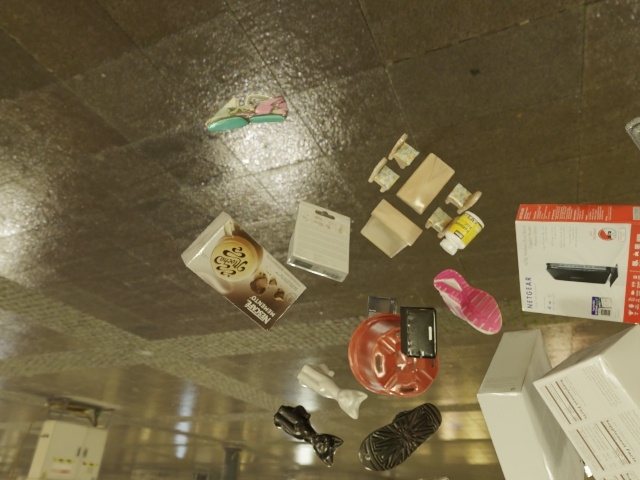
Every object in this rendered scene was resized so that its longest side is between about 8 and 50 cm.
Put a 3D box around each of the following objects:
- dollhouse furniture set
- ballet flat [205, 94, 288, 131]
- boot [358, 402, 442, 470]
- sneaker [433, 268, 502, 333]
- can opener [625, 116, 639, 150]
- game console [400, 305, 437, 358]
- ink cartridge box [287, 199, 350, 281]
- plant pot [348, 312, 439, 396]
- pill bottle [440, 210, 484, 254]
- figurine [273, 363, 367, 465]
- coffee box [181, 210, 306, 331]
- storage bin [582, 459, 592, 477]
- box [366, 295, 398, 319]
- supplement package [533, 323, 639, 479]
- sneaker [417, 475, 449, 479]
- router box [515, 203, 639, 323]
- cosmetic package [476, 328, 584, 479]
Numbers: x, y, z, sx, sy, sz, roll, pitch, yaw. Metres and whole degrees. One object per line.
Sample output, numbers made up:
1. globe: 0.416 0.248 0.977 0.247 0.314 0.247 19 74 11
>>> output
1. dollhouse furniture set: 0.343 -0.156 1.745 0.362 0.394 0.256 40 167 4
2. ballet flat: -0.192 -0.338 1.254 0.221 0.079 0.077 -7 173 9
3. boot: 0.268 0.728 1.760 0.347 0.131 0.260 -21 160 -22
4. sneaker: 0.457 0.196 1.468 0.103 0.252 0.111 -36 134 -2
5. can opener: 0.849 -0.195 1.166 0.280 0.074 0.093 40 115 -14
6. game console: 0.240 0.224 1.190 0.107 0.122 0.071 -3 175 26
7. ink cartridge box: 0.000 0.000 1.513 0.189 0.232 0.066 19 134 -16
8. plant pot: 0.238 0.366 1.512 0.272 0.273 0.265 5 171 -3
9. pill bottle: 0.382 -0.018 1.309 0.116 0.065 0.065 -47 137 0
10. figurine: 0.007 0.459 1.296 0.209 0.215 0.092 20 163 45
11. coffee box: -0.206 0.085 1.312 0.297 0.168 0.119 46 173 -24
12. storage bin: 0.727 0.565 1.297 0.135 0.098 0.091 -32 118 0
13. box: 0.245 0.302 1.908 0.093 0.158 0.156 3 174 20
14. supplement package: 0.554 0.314 0.850 0.204 0.262 0.145 -11 154 -41
15. sneaker: 0.307 0.762 1.395 0.121 0.099 0.262 -40 169 28
16. router box: 0.697 0.063 1.290 0.301 0.082 0.336 2 129 31
17. cosmetic package: 0.475 0.428 1.058 0.097 0.377 0.284 -16 -173 36
